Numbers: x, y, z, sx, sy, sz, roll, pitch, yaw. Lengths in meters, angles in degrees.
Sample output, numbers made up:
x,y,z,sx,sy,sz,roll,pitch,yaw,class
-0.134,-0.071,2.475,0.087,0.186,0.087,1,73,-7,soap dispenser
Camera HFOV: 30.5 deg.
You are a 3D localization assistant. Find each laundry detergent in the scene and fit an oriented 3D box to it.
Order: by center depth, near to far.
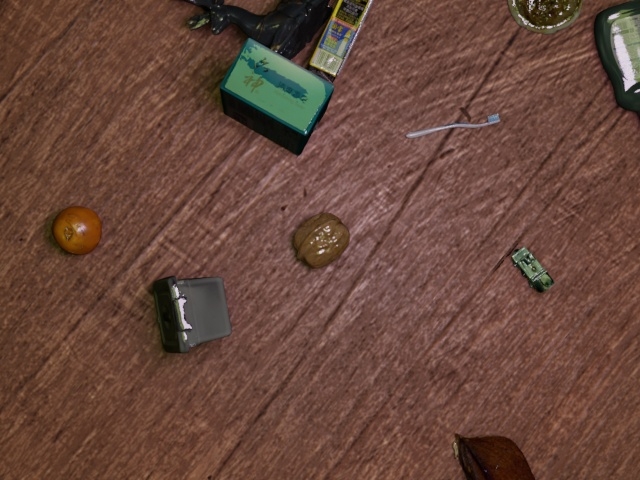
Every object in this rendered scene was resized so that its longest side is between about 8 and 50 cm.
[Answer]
x,y,z,sx,sy,sz,roll,pitch,yaw,class
0.544,-0.289,1.956,0.144,0.078,0.221,-16,88,-7,laundry detergent

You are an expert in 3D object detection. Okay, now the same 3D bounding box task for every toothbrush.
x,y,z,sx,sy,sz,roll,pitch,yaw,class
0.223,-0.189,1.971,0.162,0.014,0.017,-13,103,-3,toothbrush

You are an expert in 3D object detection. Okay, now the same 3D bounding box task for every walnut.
x,y,z,sx,sy,sz,roll,pitch,yaw,class
0.000,0.000,1.925,0.096,0.082,0.079,-37,62,-2,walnut

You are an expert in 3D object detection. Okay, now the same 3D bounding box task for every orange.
x,y,z,sx,sy,sz,roll,pitch,yaw,class
-0.393,-0.016,1.905,0.084,0.083,0.083,0,88,-2,orange

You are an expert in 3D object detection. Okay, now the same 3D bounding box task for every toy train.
x,y,z,sx,sy,sz,roll,pitch,yaw,class
0.351,0.048,1.948,0.033,0.053,0.083,-38,91,-3,toy train

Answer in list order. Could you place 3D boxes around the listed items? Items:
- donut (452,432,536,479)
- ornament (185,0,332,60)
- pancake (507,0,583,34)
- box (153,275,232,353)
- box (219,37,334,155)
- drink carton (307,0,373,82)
x,y,z,sx,sy,sz,roll,pitch,yaw,class
0.312,0.446,1.891,0.112,0.151,0.295,-15,88,-13,donut
-0.118,-0.394,1.922,0.236,0.080,0.202,25,51,15,ornament
0.378,-0.406,1.981,0.130,0.022,0.116,3,88,2,pancake
-0.203,0.113,1.873,0.093,0.172,0.124,-10,90,-18,box
-0.070,-0.220,1.845,0.153,0.245,0.092,30,85,-2,box
0.037,-0.348,1.939,0.056,0.071,0.165,26,88,-5,drink carton
